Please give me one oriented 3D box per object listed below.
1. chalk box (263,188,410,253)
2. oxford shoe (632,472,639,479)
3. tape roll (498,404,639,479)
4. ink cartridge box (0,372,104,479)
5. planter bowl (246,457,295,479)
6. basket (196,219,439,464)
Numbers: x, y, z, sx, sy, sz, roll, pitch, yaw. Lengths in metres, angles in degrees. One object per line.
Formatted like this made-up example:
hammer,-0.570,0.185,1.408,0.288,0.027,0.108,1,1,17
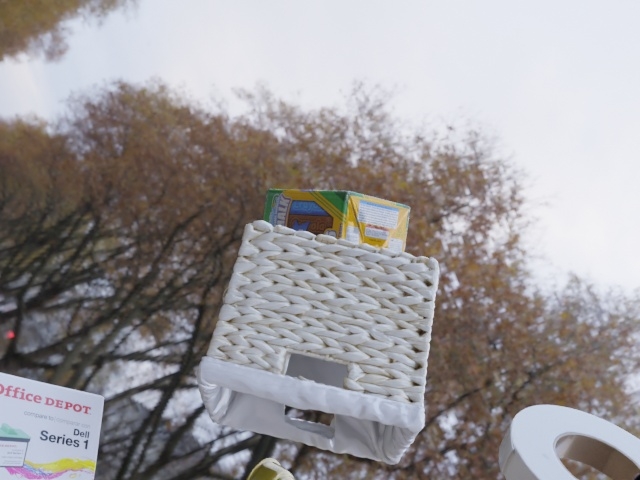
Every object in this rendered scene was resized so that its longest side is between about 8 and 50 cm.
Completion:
chalk box,0.000,0.000,1.698,0.289,0.180,0.179,7,-92,45
oxford shoe,0.614,0.356,1.259,0.364,0.133,0.129,-35,-141,52
tape roll,0.549,0.476,1.768,0.392,0.392,0.072,46,-54,47
ink cartridge box,-0.446,0.349,1.291,0.117,0.201,0.278,-29,-130,43
planter bowl,-0.059,0.470,1.437,0.090,0.217,0.217,2,-64,22
basket,0.002,0.172,1.391,0.331,0.329,0.266,98,5,-66
